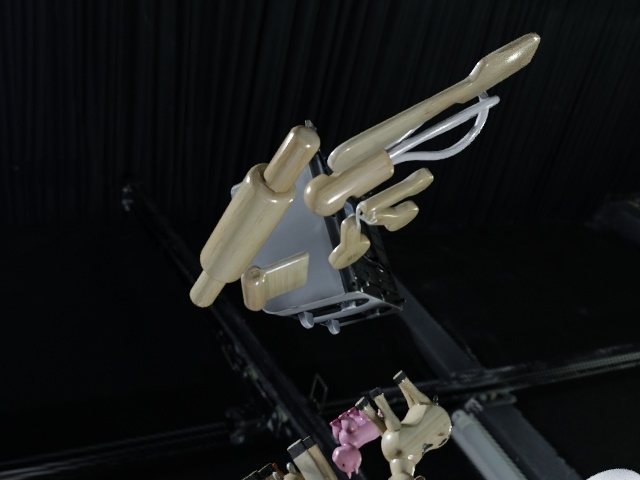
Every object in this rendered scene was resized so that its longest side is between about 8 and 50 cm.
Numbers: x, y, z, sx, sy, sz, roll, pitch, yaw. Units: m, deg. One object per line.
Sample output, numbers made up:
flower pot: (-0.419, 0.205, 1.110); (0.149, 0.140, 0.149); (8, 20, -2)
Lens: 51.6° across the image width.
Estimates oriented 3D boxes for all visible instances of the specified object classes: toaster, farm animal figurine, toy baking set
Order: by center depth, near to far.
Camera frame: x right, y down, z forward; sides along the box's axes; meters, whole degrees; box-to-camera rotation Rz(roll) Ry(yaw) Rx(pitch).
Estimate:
toy baking set: (0.021, -0.038, 0.431); (0.196, 0.256, 0.030); (-20, -113, -38)
toaster: (0.000, 0.000, 0.705); (0.168, 0.110, 0.186); (27, -136, -65)
farm animal figurine: (0.022, 0.340, 0.878); (0.172, 0.330, 0.326); (54, -165, 15)

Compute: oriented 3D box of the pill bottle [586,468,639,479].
pill bottle: (0.279, 0.279, 0.520); (0.193, 0.108, 0.108); (49, -148, -5)
